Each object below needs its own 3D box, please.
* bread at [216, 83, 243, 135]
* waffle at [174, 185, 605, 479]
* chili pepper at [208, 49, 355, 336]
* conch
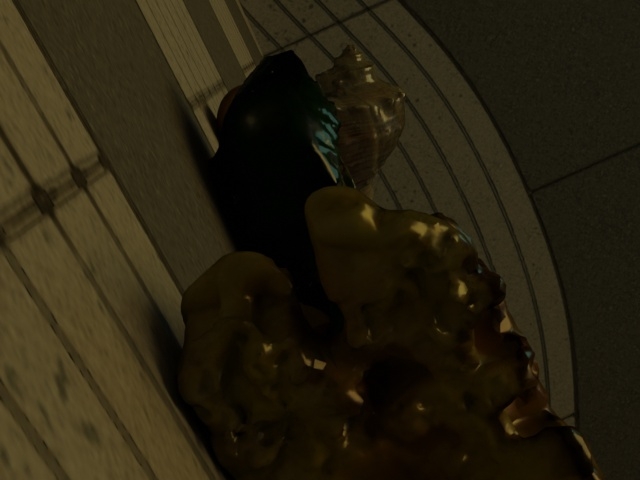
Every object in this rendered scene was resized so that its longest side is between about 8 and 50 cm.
[{"bbox_3d":[-0.065,-0.105,1.070,0.103,0.049,0.062,-107,180,-72],"label":"bread"},{"bbox_3d":[0.060,0.146,0.512,0.261,0.151,0.324,53,14,-61],"label":"waffle"},{"bbox_3d":[-0.008,0.000,0.887,0.264,0.116,0.148,65,15,-4],"label":"chili pepper"},{"bbox_3d":[0.010,-0.088,1.319,0.178,0.163,0.245,-37,134,-71],"label":"conch"}]
